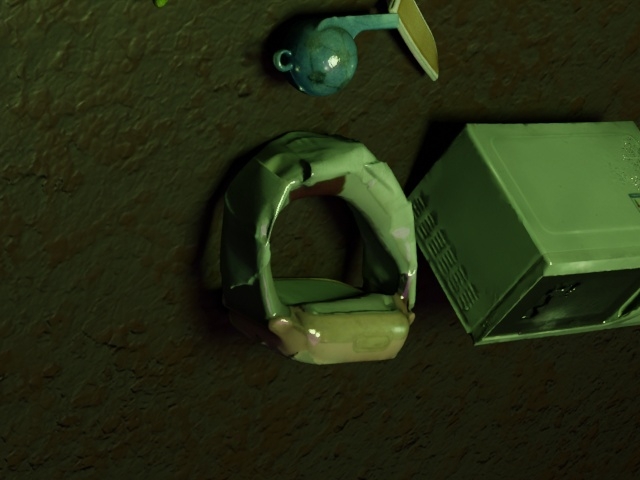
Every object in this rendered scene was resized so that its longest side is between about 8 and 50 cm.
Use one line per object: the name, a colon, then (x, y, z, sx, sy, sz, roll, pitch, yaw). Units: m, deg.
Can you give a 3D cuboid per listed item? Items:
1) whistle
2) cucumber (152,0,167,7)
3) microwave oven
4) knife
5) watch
whistle: (0.013, -0.195, 1.895, 0.158, 0.090, 0.090, -8, 123, -38)
cucumber: (-0.130, -0.304, 1.727, 0.039, 0.039, 0.168, 11, 113, -45)
microwave oven: (0.277, -0.008, 2.140, 0.295, 0.237, 0.181, -4, 144, -39)
knife: (0.082, -0.261, 1.950, 0.256, 0.022, 0.046, 57, 41, -48)
watch: (0.000, 0.000, 1.994, 0.253, 0.162, 0.241, 0, 106, -44)
